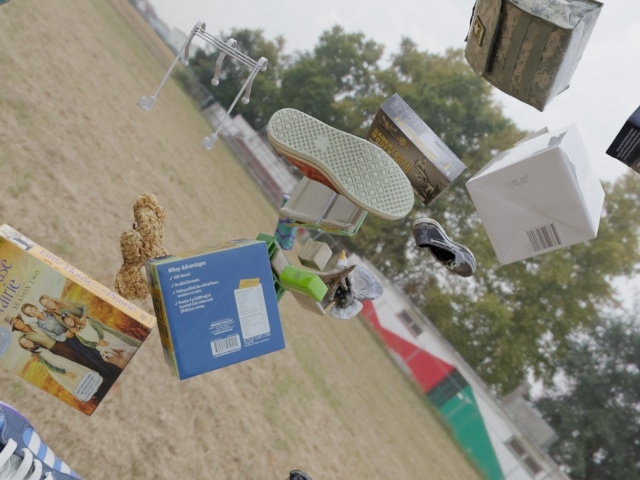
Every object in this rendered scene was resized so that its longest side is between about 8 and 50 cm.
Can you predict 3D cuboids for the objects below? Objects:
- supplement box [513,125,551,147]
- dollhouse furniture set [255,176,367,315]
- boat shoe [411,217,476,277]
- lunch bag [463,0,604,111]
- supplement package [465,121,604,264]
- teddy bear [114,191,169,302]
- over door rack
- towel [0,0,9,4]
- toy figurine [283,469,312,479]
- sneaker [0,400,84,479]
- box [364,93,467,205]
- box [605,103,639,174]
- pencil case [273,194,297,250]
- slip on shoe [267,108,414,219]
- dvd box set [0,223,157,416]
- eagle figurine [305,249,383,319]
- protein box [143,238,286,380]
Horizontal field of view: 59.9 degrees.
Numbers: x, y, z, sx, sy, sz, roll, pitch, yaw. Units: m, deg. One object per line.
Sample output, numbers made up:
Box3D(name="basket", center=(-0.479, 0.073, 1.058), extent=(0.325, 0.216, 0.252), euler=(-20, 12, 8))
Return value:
Box3D(name="supplement box", center=(0.566, -0.246, 1.456), extent=(0.062, 0.098, 0.036), euler=(37, 42, -28))
Box3D(name="dollhouse furniture set", center=(0.000, 0.000, 1.232), extent=(0.197, 0.301, 0.151), euler=(16, -29, 31))
Box3D(name="boat shoe", center=(0.263, 0.033, 1.182), extent=(0.206, 0.075, 0.065), euler=(39, 45, -32))
Box3D(name="lunch bag", center=(0.473, -0.489, 1.325), extent=(0.287, 0.169, 0.235), euler=(39, -27, 25))
Box3D(name="supplement package", center=(0.433, -0.100, 1.092), extent=(0.293, 0.177, 0.175), euler=(-34, 100, -55))
Box3D(name="teddy bear", center=(-0.533, 0.018, 1.714), extent=(0.245, 0.113, 0.338), euler=(94, 0, -48))
Box3D(name="over door rack", center=(-0.337, -0.446, 1.615), extent=(0.239, 0.324, 0.108), euler=(32, -10, 3))
Box3D(name="towel", center=(-0.637, -0.460, 0.778), extent=(0.370, 0.271, 0.040), euler=(125, -40, -74))
Box3D(name="toy figurine", center=(-0.055, 0.471, 0.842), extent=(0.209, 0.148, 0.213), euler=(63, -5, 18))
Box3D(name="sneaker", center=(-0.316, 0.310, 0.634), extent=(0.236, 0.130, 0.323), euler=(18, -39, 27))
Box3D(name="box", center=(0.211, -0.201, 1.277), extent=(0.231, 0.056, 0.183), euler=(48, -12, 5))
Box3D(name="box", center=(0.736, -0.209, 0.965), extent=(0.294, 0.296, 0.183), euler=(41, 2, 18))
Box3D(name="pencil case", center=(-0.092, -0.050, 1.570), extent=(0.064, 0.151, 0.070), euler=(14, 17, -9))
Box3D(name="slip on shoe", center=(0.041, -0.148, 1.112), extent=(0.331, 0.123, 0.101), euler=(32, -13, 11))
Box3D(name="dvd box set", center=(-0.651, 0.200, 1.333), extent=(0.420, 0.307, 0.062), euler=(36, 13, -11))
Box3D(name="eagle figurine", center=(0.072, 0.145, 1.791), extent=(0.226, 0.225, 0.298), euler=(32, -11, 19))
Box3D(name="protein box", center=(-0.193, 0.114, 1.009), extent=(0.136, 0.200, 0.201), euler=(3, -75, 65))
